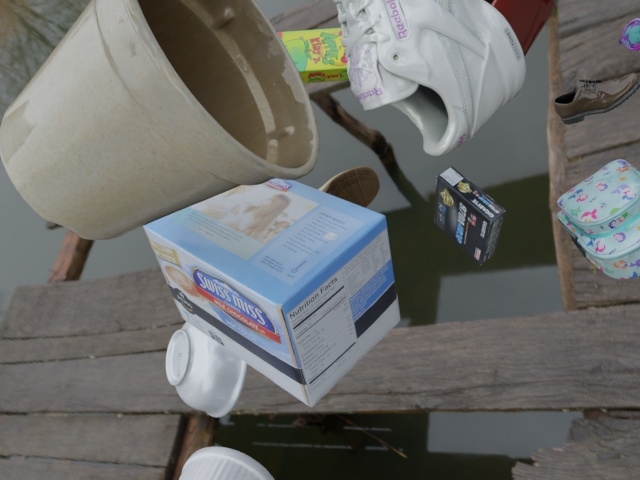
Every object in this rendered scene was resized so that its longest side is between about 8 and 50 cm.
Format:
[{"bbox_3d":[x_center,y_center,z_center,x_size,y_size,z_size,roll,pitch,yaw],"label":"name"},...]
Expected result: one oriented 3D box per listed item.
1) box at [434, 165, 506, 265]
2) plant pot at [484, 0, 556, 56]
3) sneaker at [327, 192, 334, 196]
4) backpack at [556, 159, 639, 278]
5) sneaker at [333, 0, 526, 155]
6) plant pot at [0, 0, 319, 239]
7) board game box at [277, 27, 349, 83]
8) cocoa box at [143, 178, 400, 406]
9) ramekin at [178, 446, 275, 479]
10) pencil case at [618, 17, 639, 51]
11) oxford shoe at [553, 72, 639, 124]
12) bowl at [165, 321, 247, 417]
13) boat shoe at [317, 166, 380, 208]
[{"bbox_3d":[0.357,-0.057,1.401,0.051,0.220,0.175,-37,63,-12],"label":"box"},{"bbox_3d":[0.307,-0.461,1.162,0.267,0.235,0.267,53,128,36],"label":"plant pot"},{"bbox_3d":[0.000,0.000,1.206,0.081,0.080,0.211,-16,50,21],"label":"sneaker"},{"bbox_3d":[0.687,-0.046,1.309,0.225,0.191,0.254,-37,32,18],"label":"backpack"},{"bbox_3d":[0.064,-0.212,0.516,0.152,0.305,0.114,-48,17,-16],"label":"sneaker"},{"bbox_3d":[-0.219,-0.158,0.728,0.305,0.334,0.334,-28,48,24],"label":"plant pot"},{"bbox_3d":[0.002,-0.353,1.095,0.181,0.043,0.092,-4,72,0],"label":"board game box"},{"bbox_3d":[-0.079,0.051,0.943,0.347,0.228,0.231,25,51,38],"label":"cocoa box"},{"bbox_3d":[-0.186,0.503,1.078,0.207,0.207,0.109,-26,14,27],"label":"ramekin"},{"bbox_3d":[0.730,-0.452,1.260,0.064,0.151,0.070,12,112,59],"label":"pencil case"},{"bbox_3d":[0.712,-0.381,1.489,0.227,0.096,0.083,-21,35,48],"label":"oxford shoe"},{"bbox_3d":[-0.317,0.309,1.505,0.297,0.134,0.298,-24,61,51],"label":"bowl"},{"bbox_3d":[0.012,-0.097,1.590,0.342,0.123,0.123,-38,18,-20],"label":"boat shoe"}]
